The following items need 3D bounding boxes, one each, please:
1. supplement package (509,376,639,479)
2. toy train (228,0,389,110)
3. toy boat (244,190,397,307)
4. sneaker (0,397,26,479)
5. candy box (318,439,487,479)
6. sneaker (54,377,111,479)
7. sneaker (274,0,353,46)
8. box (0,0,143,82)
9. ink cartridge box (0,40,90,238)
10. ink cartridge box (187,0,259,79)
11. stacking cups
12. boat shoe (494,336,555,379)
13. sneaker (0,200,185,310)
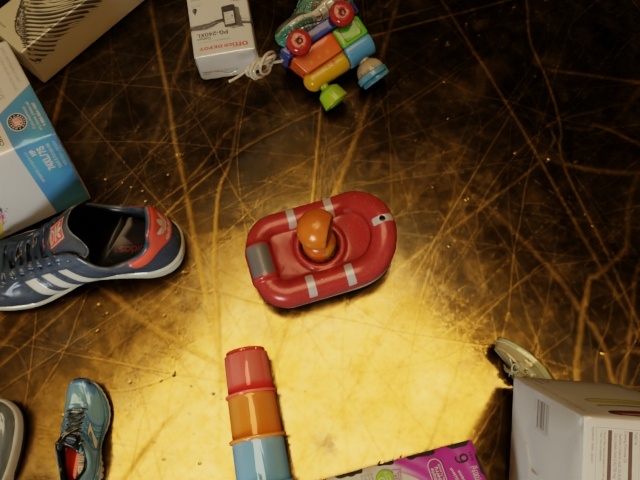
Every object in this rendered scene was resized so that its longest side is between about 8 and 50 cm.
[{"bbox_3d":[0.325,0.281,0.712,0.145,0.262,0.203,4,86,3],"label":"supplement package"},{"bbox_3d":[-0.014,-0.281,1.048,0.248,0.105,0.143,-36,93,-6],"label":"toy train"},{"bbox_3d":[0.000,0.000,0.907,0.231,0.151,0.151,-17,70,-4],"label":"toy boat"},{"bbox_3d":[-0.514,0.336,0.785,0.124,0.178,0.295,21,71,9],"label":"sneaker"},{"bbox_3d":[0.111,0.370,0.792,0.234,0.071,0.159,-15,55,-3],"label":"candy box"},{"bbox_3d":[-0.335,0.272,0.859,0.064,0.073,0.162,-9,70,-1],"label":"sneaker"},{"bbox_3d":[-0.022,-0.411,1.118,0.166,0.065,0.076,-37,56,-14],"label":"sneaker"},{"bbox_3d":[-0.447,-0.424,1.109,0.113,0.094,0.275,38,76,14],"label":"box"},{"bbox_3d":[-0.538,-0.124,0.930,0.270,0.197,0.198,-29,71,-17],"label":"ink cartridge box"},{"bbox_3d":[-0.174,-0.375,1.099,0.109,0.063,0.150,-10,69,-2],"label":"ink cartridge box"},{"bbox_3d":[-0.077,0.300,0.828,0.096,0.096,0.316,-10,70,-2],"label":"stacking cups"},{"bbox_3d":[0.302,0.204,0.876,0.048,0.056,0.153,-42,83,-10],"label":"boat shoe"},{"bbox_3d":[-0.390,0.010,0.918,0.350,0.148,0.131,-14,70,-3],"label":"sneaker"}]
